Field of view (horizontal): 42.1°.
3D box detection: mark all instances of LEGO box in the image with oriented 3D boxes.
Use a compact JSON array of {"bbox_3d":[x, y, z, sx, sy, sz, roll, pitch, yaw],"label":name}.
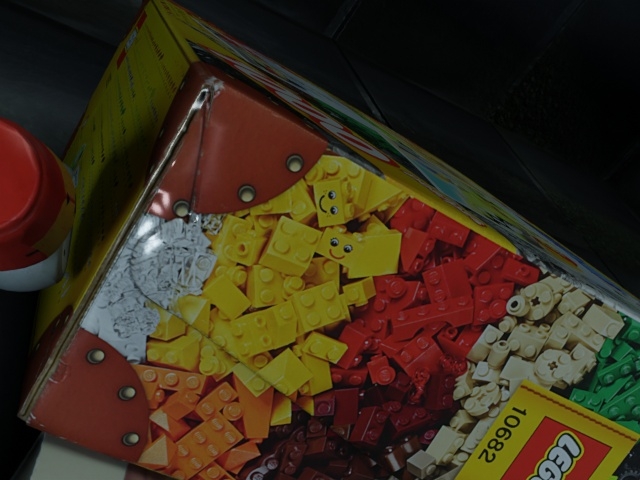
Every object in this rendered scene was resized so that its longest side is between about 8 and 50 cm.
[{"bbox_3d":[0.000,0.000,0.653,0.372,0.193,0.500,27,12,-23],"label":"LEGO box"}]

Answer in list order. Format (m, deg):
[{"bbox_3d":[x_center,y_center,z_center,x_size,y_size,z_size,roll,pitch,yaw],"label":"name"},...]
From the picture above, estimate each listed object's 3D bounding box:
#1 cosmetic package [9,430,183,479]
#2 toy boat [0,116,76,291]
[{"bbox_3d":[-0.043,0.234,0.417,0.296,0.129,0.153,27,27,-19],"label":"cosmetic package"},{"bbox_3d":[-0.219,0.072,0.325,0.267,0.318,0.148,48,-14,-4],"label":"toy boat"}]
